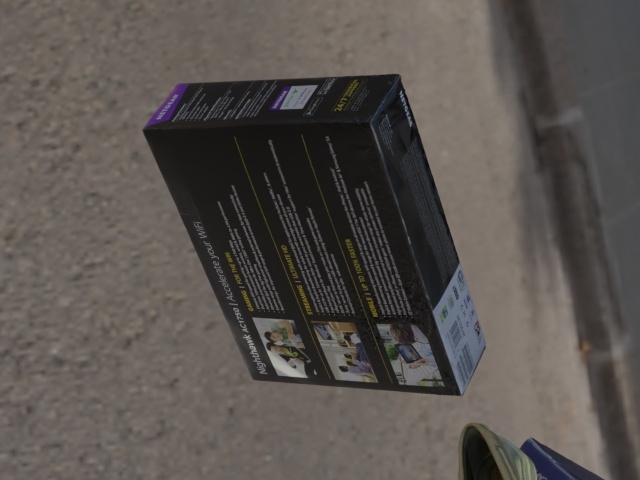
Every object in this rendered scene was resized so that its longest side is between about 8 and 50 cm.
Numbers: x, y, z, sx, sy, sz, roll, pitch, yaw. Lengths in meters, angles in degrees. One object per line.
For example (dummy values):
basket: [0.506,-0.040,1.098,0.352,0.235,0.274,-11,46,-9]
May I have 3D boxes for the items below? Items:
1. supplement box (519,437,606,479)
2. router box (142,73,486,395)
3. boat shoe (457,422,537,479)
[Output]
supplement box: [0.168,0.373,1.166,0.195,0.194,0.356,32,95,-40]
router box: [0.000,0.000,0.777,0.046,0.133,0.179,-58,139,-43]
boat shoe: [0.106,0.175,0.893,0.048,0.056,0.153,44,29,-27]
